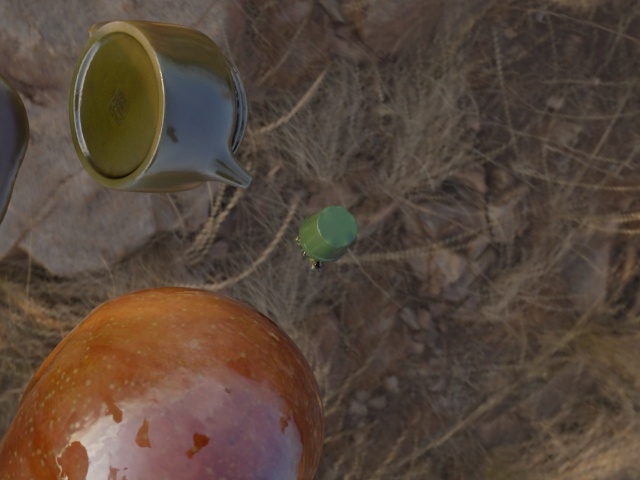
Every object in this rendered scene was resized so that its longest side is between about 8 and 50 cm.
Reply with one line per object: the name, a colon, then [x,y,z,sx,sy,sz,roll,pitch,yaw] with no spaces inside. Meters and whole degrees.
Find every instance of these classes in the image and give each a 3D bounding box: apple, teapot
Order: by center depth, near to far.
apple: [-0.095,0.117,0.550,0.162,0.201,0.201,35,99,0]
teapot: [-0.166,-0.154,1.117,0.175,0.267,0.185,-1,139,-48]

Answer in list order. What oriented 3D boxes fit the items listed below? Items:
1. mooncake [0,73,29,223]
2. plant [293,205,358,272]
mooncake: [-0.450,-0.098,1.107,0.235,0.117,0.235,-4,98,-30]
plant: [0.000,0.000,0.963,0.051,0.102,0.051,6,71,-17]
